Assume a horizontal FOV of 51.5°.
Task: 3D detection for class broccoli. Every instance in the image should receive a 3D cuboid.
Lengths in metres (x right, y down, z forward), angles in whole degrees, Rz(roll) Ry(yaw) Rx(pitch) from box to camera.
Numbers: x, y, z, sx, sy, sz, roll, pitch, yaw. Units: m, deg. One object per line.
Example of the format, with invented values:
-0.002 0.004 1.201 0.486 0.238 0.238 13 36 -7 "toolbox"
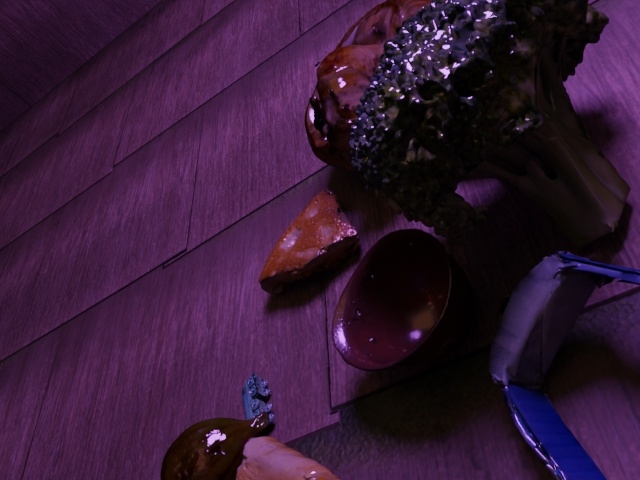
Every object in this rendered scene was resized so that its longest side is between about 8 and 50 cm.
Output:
0.181 -0.135 0.737 0.249 0.302 0.375 -4 35 45 "broccoli"

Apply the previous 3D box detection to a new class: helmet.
0.105 0.083 0.749 0.175 0.106 0.155 -45 40 20 "helmet"

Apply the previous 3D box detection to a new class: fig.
-0.121 0.267 0.809 0.155 0.103 0.109 -34 73 -1 "fig"

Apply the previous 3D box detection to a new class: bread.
-0.039 0.289 0.713 0.177 0.084 0.119 9 64 48 "bread"

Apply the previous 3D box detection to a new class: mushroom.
0.085 -0.216 0.978 0.263 0.195 0.283 -17 28 45 "mushroom"

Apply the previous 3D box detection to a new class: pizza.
0.000 0.000 0.979 0.161 0.062 0.182 -8 45 49 "pizza"

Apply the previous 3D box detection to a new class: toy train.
-0.086 0.218 0.877 0.045 0.029 0.092 -52 29 19 "toy train"

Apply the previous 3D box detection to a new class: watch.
0.266 0.091 0.530 0.276 0.068 0.274 -62 29 23 "watch"
